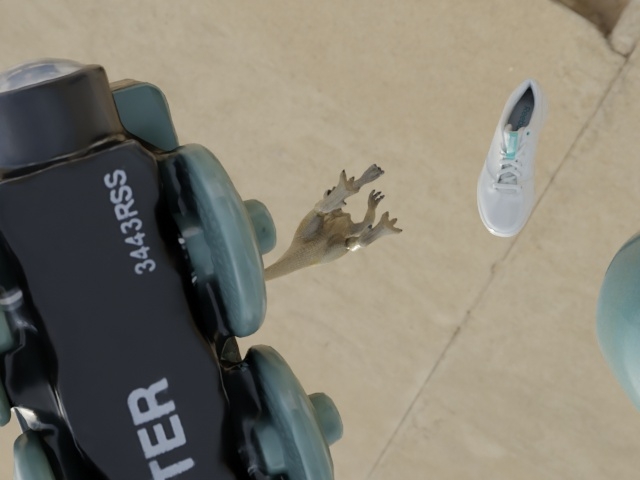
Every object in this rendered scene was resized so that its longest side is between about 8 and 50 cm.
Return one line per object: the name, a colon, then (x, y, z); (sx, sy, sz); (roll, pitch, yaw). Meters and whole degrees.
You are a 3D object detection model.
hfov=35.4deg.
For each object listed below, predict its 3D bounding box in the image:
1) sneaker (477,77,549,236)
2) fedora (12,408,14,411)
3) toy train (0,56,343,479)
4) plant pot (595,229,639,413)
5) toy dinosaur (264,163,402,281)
sneaker: (0.252, -0.113, 1.326); (0.080, 0.212, 0.094); (10, 174, 13)
fedora: (-0.338, 0.083, 0.754); (0.275, 0.124, 0.244); (45, 164, 14)
toy train: (-0.077, 0.082, 0.444); (0.190, 0.142, 0.334); (-150, 42, -67)
plant pot: (0.373, 0.077, 0.921); (0.195, 0.290, 0.290); (16, 145, 45)
toy dinosaur: (0.000, 0.000, 0.644); (0.092, 0.183, 0.053); (-37, 91, 30)
